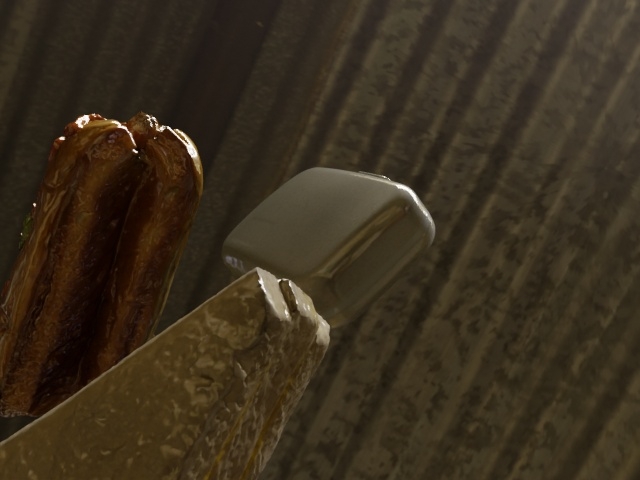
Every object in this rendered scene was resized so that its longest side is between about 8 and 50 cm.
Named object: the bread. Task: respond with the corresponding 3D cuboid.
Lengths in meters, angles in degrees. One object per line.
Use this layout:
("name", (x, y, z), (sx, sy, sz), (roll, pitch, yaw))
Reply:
("bread", (-0.048, 0.097, 0.338), (0.152, 0.077, 0.105), (-35, -118, 8))

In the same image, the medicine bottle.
("medicine bottle", (0.000, 0.000, 1.470), (0.282, 0.375, 0.123), (-41, -66, -15))

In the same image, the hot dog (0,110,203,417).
("hot dog", (-0.225, 0.028, 0.902), (0.117, 0.158, 0.349), (53, -50, 44))
